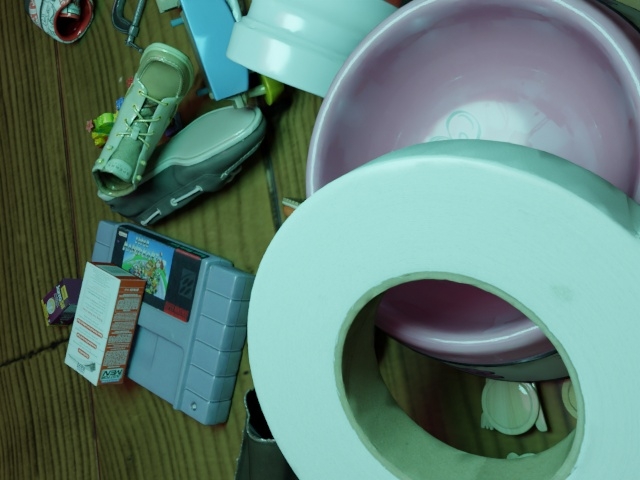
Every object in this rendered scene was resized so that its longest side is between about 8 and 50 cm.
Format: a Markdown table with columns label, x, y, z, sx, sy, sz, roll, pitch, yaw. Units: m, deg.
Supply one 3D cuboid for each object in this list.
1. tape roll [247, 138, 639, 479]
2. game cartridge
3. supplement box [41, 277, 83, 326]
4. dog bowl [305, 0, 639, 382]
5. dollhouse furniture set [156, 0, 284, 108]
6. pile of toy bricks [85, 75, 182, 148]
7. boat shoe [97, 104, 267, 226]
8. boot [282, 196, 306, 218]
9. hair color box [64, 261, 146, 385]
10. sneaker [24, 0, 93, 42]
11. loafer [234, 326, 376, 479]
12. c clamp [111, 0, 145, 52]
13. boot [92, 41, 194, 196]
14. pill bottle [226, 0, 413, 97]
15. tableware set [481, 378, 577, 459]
| label | x | y | z | sx | sy | sz | roll | pitch | yaw |
| --- | --- | --- | --- | --- | --- | --- | --- | --- | --- |
| tape roll | 0.118 | 0.110 | 0.614 | 0.391 | 0.072 | 0.392 | 11 | 112 | 27 |
| game cartridge | -0.252 | 0.109 | 1.155 | 0.355 | 0.068 | 0.230 | 17 | 101 | 40 |
| supplement box | -0.454 | 0.111 | 1.335 | 0.083 | 0.043 | 0.055 | -39 | 61 | 31 |
| dog bowl | 0.162 | -0.063 | 0.725 | 0.407 | 0.150 | 0.408 | -3 | 84 | 34 |
| dollhouse furniture set | -0.118 | -0.342 | 1.071 | 0.286 | 0.198 | 0.304 | -153 | 44 | -73 |
| pile of toy bricks | -0.323 | -0.183 | 1.209 | 0.212 | 0.105 | 0.118 | -22 | 72 | 37 |
| boat shoe | -0.190 | -0.105 | 1.112 | 0.335 | 0.095 | 0.112 | -18 | 41 | 35 |
| boot | 0.000 | 0.000 | 0.950 | 0.158 | 0.059 | 0.085 | 34 | 112 | 36 |
| hair color box | -0.330 | 0.126 | 1.149 | 0.093 | 0.053 | 0.167 | 21 | 99 | 38 |
| sneaker | -0.446 | -0.493 | 1.357 | 0.145 | 0.090 | 0.270 | 44 | 117 | 33 |
| loafer | -0.053 | 0.225 | 0.915 | 0.133 | 0.130 | 0.366 | 26 | 108 | 39 |
| c clamp | -0.313 | -0.409 | 1.281 | 0.137 | 0.022 | 0.161 | 29 | 106 | 44 |
| boot | -0.248 | -0.159 | 1.033 | 0.213 | 0.077 | 0.165 | -39 | 29 | 59 |
| pill bottle | 0.034 | -0.352 | 0.851 | 0.210 | 0.210 | 0.363 | 32 | 107 | 38 |
| tableware set | 0.239 | 0.196 | 0.749 | 0.168 | 0.020 | 0.141 | -16 | 76 | 37 |
